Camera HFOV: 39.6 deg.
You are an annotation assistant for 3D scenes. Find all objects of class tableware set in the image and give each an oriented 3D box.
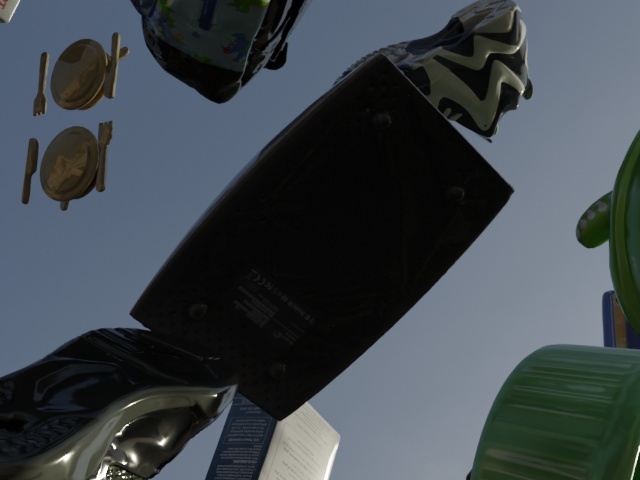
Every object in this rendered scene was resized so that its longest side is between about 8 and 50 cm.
[{"bbox_3d":[-0.270,-0.134,1.010,0.128,0.194,0.039,-6,-16,30],"label":"tableware set"}]

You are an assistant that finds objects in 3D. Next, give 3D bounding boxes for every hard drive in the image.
[{"bbox_3d":[0.000,0.000,0.659,0.255,0.054,0.172,-46,-64,8],"label":"hard drive"}]

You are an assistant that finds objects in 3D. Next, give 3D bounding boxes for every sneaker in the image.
[{"bbox_3d":[0.134,-0.155,1.002,0.235,0.094,0.153,-30,-59,-1],"label":"sneaker"},{"bbox_3d":[-0.128,0.126,0.485,0.087,0.227,0.130,24,-72,16],"label":"sneaker"}]

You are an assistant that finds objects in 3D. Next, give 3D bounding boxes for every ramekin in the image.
[{"bbox_3d":[0.265,0.242,0.847,0.148,0.303,0.303,6,-48,39],"label":"ramekin"}]

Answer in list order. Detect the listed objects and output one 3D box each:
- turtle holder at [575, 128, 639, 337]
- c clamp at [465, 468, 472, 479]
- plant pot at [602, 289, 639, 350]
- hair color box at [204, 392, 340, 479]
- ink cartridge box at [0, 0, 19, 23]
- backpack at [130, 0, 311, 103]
[{"bbox_3d":[0.354,-0.028,0.564,0.320,0.227,0.243,-19,-96,-12],"label":"turtle holder"},{"bbox_3d":[0.301,0.376,1.375,0.137,0.022,0.161,32,-45,2],"label":"c clamp"},{"bbox_3d":[0.572,0.196,1.422,0.236,0.236,0.212,-8,-38,24],"label":"plant pot"},{"bbox_3d":[-0.093,0.402,1.303,0.105,0.347,0.174,-8,-42,32],"label":"hair color box"},{"bbox_3d":[-0.438,-0.364,1.081,0.175,0.072,0.127,31,-101,-42],"label":"ink cartridge box"},{"bbox_3d":[-0.067,-0.354,0.832,0.273,0.290,0.355,32,-28,-14],"label":"backpack"}]
